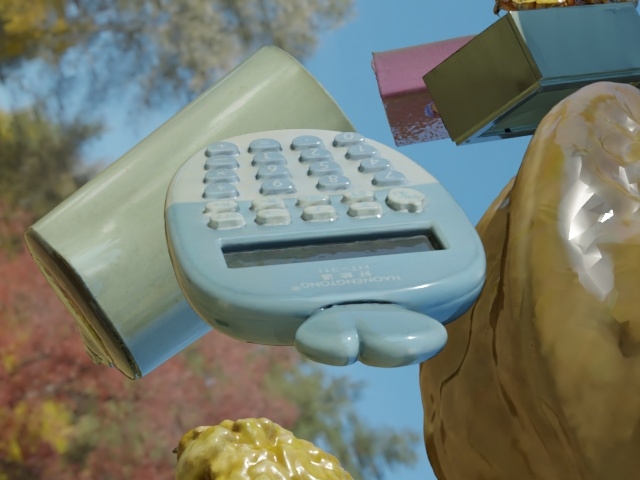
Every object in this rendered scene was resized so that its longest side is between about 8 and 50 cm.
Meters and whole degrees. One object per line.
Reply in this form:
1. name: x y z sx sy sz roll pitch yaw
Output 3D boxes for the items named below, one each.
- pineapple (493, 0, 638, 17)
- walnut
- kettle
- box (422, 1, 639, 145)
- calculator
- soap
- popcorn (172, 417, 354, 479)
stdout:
1. pineapple: 0.386 -0.324 2.492 0.140 0.250 0.164 -85 172 -65
2. walnut: 0.256 0.078 1.223 0.383 0.384 0.383 57 -22 37
3. kettle: -0.143 -0.010 2.017 0.250 0.377 0.361 50 -14 12
4. box: 0.232 -0.172 1.703 0.129 0.225 0.086 -35 -106 41
5. calculator: 0.000 0.000 1.028 0.302 0.188 0.042 -112 -159 -58
6. soap: 0.207 -0.208 2.229 0.181 0.259 0.081 66 14 -69
7. popcorn: -0.040 0.239 1.477 0.194 0.140 0.163 43 17 -21
